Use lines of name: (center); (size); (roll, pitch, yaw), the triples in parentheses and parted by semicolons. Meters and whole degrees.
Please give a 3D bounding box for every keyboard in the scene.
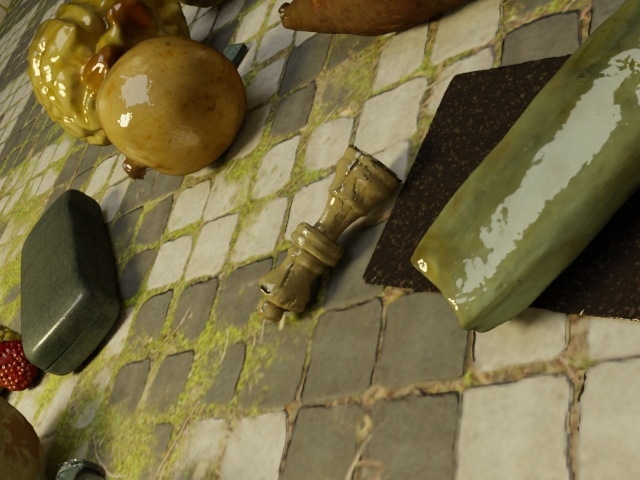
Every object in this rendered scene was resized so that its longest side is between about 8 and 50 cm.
keyboard: (-0.164, -0.208, 1.105); (0.055, 0.014, 0.176); (19, 77, 56)

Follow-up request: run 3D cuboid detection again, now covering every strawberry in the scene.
strawberry: (-0.419, 0.166, 1.038); (0.073, 0.083, 0.073); (-25, 52, 38)

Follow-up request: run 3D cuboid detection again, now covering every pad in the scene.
pad: (0.177, -0.050, 0.548); (0.330, 0.004, 0.220); (5, 65, 53)

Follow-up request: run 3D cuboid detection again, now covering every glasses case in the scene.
glasses case: (-0.350, 0.047, 1.059); (0.131, 0.074, 0.323); (-49, 34, 10)

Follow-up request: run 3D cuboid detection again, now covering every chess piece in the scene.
chess piece: (-0.001, 0.000, 0.681); (0.172, 0.060, 0.060); (-55, 33, 2)

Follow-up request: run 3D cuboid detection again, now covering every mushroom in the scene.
mushroom: (0.182, -0.076, 0.493); (0.312, 0.081, 0.100); (-52, 30, 11)

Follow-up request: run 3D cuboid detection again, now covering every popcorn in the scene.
popcorn: (-0.324, -0.283, 1.199); (0.265, 0.225, 0.332); (-59, 21, 2)

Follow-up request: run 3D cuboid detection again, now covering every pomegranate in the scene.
pomegranate: (-0.192, -0.161, 0.964); (0.196, 0.196, 0.196); (-32, 40, 31)

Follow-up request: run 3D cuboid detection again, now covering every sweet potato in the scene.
sweet potato: (0.063, -0.266, 0.776); (0.337, 0.131, 0.131); (-14, 51, 46)

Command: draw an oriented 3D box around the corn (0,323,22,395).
corn: (-0.500, 0.233, 1.078); (0.081, 0.081, 0.248); (-10, 52, 47)

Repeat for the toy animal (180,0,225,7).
toy animal: (-0.191, -0.469, 1.269); (0.156, 0.156, 0.229); (-34, 28, 29)

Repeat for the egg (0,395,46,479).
egg: (-0.394, 0.268, 0.818); (0.195, 0.195, 0.233); (-31, 55, 32)

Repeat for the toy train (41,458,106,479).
toy train: (-0.213, 0.314, 0.607); (0.177, 0.134, 0.260); (-44, 33, 31)
